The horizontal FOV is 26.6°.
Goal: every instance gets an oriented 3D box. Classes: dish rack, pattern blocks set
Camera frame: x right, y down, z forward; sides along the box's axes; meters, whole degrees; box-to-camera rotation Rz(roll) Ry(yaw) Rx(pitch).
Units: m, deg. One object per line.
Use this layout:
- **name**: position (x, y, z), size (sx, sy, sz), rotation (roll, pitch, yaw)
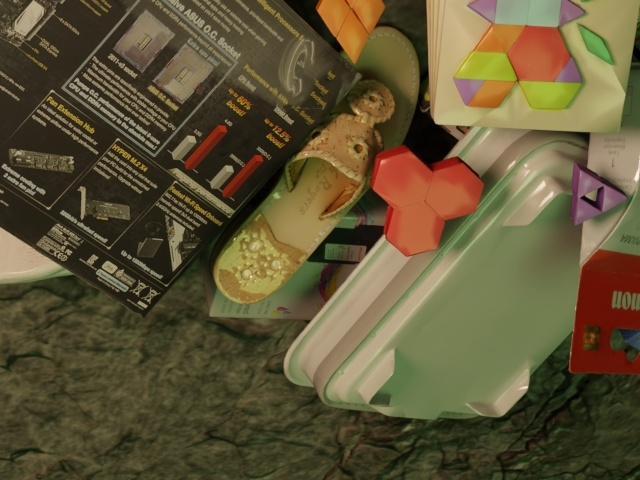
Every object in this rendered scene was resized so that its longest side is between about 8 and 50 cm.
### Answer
- **dish rack**: position (0.155, 0.038, 1.132), size (0.286, 0.072, 0.333), rotation (12, 126, -47)
- **pattern blocks set**: position (0.143, -0.159, 0.922), size (0.286, 0.026, 0.324), rotation (-12, 110, 0)

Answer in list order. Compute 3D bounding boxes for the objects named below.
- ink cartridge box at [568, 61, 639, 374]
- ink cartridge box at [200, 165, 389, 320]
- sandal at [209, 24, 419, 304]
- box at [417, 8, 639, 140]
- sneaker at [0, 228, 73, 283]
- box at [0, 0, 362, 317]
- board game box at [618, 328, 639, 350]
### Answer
- **ink cartridge box**: position (0.276, -0.009, 1.063), size (0.066, 0.232, 0.189), rotation (-1, 175, 43)
- **ink cartridge box**: position (0.000, 0.000, 1.122), size (0.175, 0.072, 0.127), rotation (3, 134, -17)
- **sandal**: position (0.009, -0.045, 1.002), size (0.088, 0.079, 0.240), rotation (34, 95, -23)
- **box**: position (0.186, -0.146, 1.046), size (0.207, 0.036, 0.114), rotation (-38, 132, 23)
- **sneaker**: position (-0.189, 0.007, 1.084), size (0.212, 0.080, 0.094), rotation (-11, 149, -5)
- **box**: position (-0.154, -0.117, 0.904), size (0.242, 0.076, 0.307), rotation (-48, 131, 6)
- **board game box**: position (0.407, 0.056, 1.319), size (0.201, 0.035, 0.136), rotation (-39, 132, 25)
